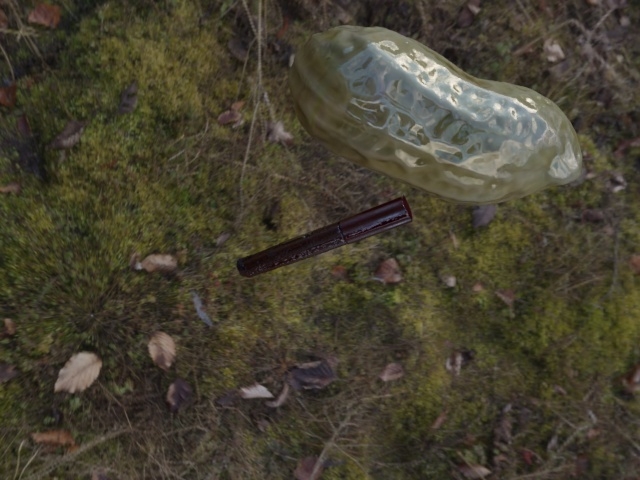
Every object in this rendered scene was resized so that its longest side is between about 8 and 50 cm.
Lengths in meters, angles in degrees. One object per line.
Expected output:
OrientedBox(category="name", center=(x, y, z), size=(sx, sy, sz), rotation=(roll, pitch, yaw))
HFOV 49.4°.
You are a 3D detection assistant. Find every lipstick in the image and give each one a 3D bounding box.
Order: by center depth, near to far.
OrientedBox(category="lipstick", center=(0.000, 0.001, 0.649), size=(0.177, 0.027, 0.027), rotation=(-20, 91, 18))

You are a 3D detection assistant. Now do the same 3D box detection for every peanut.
OrientedBox(category="peanut", center=(0.123, -0.122, 0.719), size=(0.325, 0.153, 0.140), rotation=(15, 120, -14))
